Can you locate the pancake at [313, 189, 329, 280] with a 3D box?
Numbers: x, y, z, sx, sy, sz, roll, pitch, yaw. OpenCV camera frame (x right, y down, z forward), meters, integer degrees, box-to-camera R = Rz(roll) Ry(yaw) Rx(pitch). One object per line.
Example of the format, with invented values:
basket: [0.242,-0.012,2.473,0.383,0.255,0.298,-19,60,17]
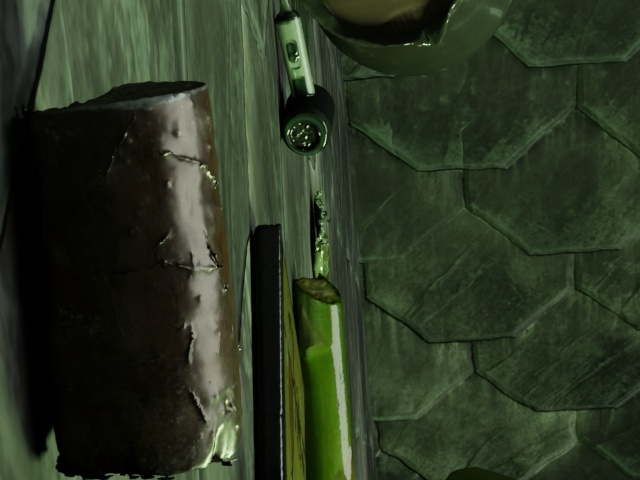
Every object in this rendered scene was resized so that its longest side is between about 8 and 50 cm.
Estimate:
pancake: [0.002,0.004,2.205,0.129,0.022,0.116,-89,177,-52]

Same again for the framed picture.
framed picture: [-0.027,0.205,1.549,0.255,0.014,0.339,82,5,-49]

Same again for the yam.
yam: [-0.071,0.014,0.611,0.079,0.079,0.141,-73,159,-80]

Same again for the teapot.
teapot: [0.088,-0.407,2.201,0.376,0.305,0.362,59,11,1]

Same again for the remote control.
remote control: [-0.043,0.107,1.377,0.063,0.025,0.245,89,-1,-71]

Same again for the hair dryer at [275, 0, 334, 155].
hair dryer: [-0.029,-0.197,1.781,0.100,0.057,0.198,-84,162,-70]

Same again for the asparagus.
asparagus: [0.006,0.176,1.815,0.067,0.060,0.278,-16,103,-76]

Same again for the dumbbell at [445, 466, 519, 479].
dumbbell: [0.093,0.323,1.236,0.121,0.108,0.302,89,26,-71]
